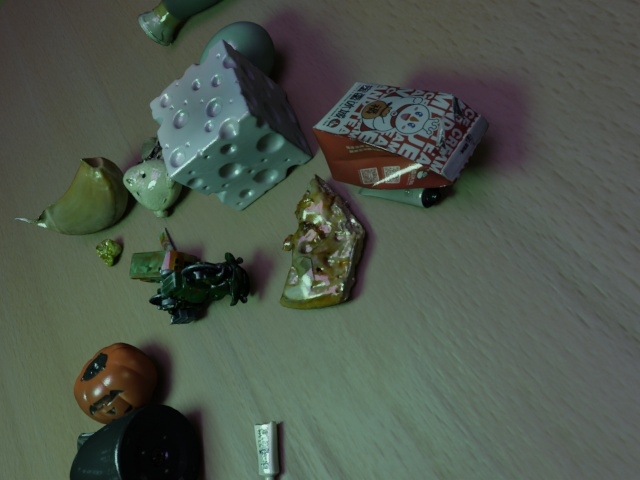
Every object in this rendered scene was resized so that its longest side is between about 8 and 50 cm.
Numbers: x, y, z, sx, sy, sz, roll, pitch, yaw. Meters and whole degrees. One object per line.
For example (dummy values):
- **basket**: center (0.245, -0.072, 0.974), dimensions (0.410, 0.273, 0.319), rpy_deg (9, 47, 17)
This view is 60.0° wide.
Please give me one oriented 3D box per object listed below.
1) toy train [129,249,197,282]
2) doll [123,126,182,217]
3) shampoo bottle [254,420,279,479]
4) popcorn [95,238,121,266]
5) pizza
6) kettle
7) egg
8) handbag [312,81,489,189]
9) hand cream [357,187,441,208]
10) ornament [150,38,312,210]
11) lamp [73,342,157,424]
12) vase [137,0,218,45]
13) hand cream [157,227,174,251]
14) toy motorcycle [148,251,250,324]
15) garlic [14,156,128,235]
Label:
- **toy train**: center (-0.394, 0.066, 1.390), dimensions (0.188, 0.099, 0.072), rpy_deg (-5, 71, 34)
- **doll**: center (-0.456, -0.208, 1.510), dimensions (0.175, 0.150, 0.278), rpy_deg (117, 150, -42)
- **shampoo bottle**: center (-0.106, 0.438, 1.112), dimensions (0.049, 0.034, 0.141), rpy_deg (-16, 66, 21)
- **popcorn**: center (-0.598, 0.035, 1.565), dimensions (0.059, 0.068, 0.083), rpy_deg (-149, 57, -77)
- **pizza**: center (0.000, 0.000, 1.164), dimensions (0.189, 0.071, 0.296), rpy_deg (1, 75, 35)
- **kettle**: center (-0.420, 0.523, 1.210), dimensions (0.290, 0.207, 0.268), rpy_deg (-28, 88, 30)
- **egg**: center (-0.214, -0.442, 1.396), dimensions (0.231, 0.168, 0.168), rpy_deg (-44, 55, 22)
- **handbag**: center (0.154, -0.182, 1.050), dimensions (0.298, 0.151, 0.171), rpy_deg (21, 61, 36)
- **hand cream**: center (0.161, -0.108, 1.109), dimensions (0.186, 0.054, 0.087), rpy_deg (24, 83, 44)
- **ornament**: center (-0.207, -0.256, 1.285), dimensions (0.240, 0.239, 0.239), rpy_deg (-34, 59, 20)
- **lamp**: center (-0.478, 0.343, 1.316), dimensions (0.188, 0.164, 0.187), rpy_deg (-27, 35, 21)
- **vase**: center (-0.392, -0.723, 1.625), dimensions (0.321, 0.173, 0.173), rpy_deg (-33, 59, 27)
- **hand cream**: center (-0.411, 0.007, 1.471), dimensions (0.035, 0.022, 0.102), rpy_deg (-51, 49, 15)
- **toy motorcycle**: center (-0.269, 0.110, 1.263), dimensions (0.275, 0.187, 0.124), rpy_deg (-32, 59, 44)
- **garlic**: center (-0.689, -0.113, 1.596), dimensions (0.339, 0.196, 0.151), rpy_deg (-31, 44, 25)
